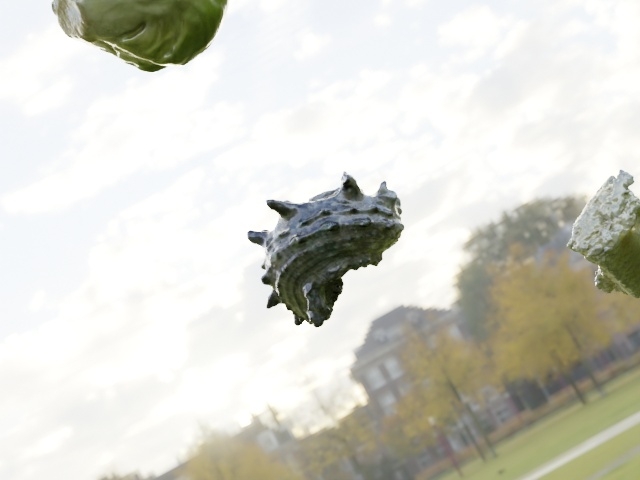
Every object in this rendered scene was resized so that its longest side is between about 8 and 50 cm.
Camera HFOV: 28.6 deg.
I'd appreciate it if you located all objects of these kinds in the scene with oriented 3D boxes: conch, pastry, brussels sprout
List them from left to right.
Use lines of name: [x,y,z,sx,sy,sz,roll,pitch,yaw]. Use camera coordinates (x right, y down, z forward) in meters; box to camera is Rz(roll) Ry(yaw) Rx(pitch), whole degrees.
brussels sprout: [-0.297,-0.427,2.181,0.316,0.242,0.274,-40,-36,-8]
conch: [0.012,0.004,1.981,0.240,0.186,0.313,-19,-33,-45]
pastry: [0.412,0.011,1.716,0.121,0.089,0.258,-42,-35,3]
